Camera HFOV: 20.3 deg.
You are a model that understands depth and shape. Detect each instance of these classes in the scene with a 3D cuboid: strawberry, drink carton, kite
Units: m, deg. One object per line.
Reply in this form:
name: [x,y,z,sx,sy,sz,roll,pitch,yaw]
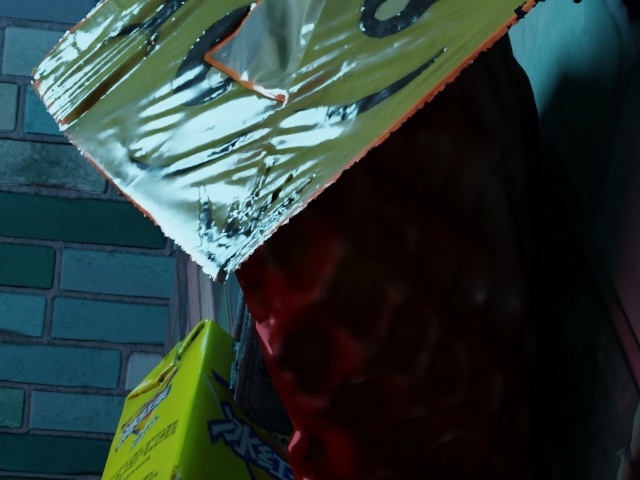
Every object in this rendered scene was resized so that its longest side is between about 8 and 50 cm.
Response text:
strawberry: [0.044,0.024,0.848,0.265,0.149,0.336,72,-172,-82]
drink carton: [-0.069,0.198,1.170,0.111,0.154,0.351,-44,14,18]
kite: [0.007,-0.105,0.732,0.377,0.013,0.327,-14,40,35]

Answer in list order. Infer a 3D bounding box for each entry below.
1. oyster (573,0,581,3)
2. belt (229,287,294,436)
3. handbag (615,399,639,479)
oyster: [0.130,-0.158,0.763,0.132,0.029,0.086,128,141,-67]
belt: [0.000,0.000,1.207,0.206,0.116,0.267,171,106,-85]
handbag: [0.137,0.145,0.194,0.316,0.180,0.416,94,171,-57]
